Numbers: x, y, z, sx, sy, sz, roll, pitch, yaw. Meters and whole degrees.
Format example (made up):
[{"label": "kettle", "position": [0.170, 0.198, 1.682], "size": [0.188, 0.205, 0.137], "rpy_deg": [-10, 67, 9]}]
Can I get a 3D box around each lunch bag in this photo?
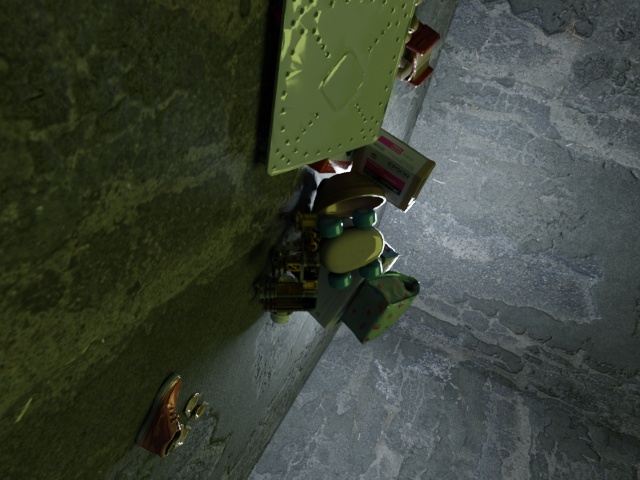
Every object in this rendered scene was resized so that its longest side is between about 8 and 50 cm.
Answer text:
[{"label": "lunch bag", "position": [0.238, 0.237, 1.673], "size": [0.262, 0.160, 0.223], "rpy_deg": [-10, 138, -47]}]

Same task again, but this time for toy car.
[{"label": "toy car", "position": [0.067, -0.004, 1.446], "size": [0.238, 0.210, 0.219], "rpy_deg": [-134, -150, -61]}]

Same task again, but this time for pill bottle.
[{"label": "pill bottle", "position": [-0.131, 0.209, 1.557], "size": [0.094, 0.094, 0.169], "rpy_deg": [-51, 160, -49]}]

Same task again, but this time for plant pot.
[{"label": "plant pot", "position": [0.082, -0.150, 1.443], "size": [0.237, 0.237, 0.110], "rpy_deg": [47, 28, -76]}]

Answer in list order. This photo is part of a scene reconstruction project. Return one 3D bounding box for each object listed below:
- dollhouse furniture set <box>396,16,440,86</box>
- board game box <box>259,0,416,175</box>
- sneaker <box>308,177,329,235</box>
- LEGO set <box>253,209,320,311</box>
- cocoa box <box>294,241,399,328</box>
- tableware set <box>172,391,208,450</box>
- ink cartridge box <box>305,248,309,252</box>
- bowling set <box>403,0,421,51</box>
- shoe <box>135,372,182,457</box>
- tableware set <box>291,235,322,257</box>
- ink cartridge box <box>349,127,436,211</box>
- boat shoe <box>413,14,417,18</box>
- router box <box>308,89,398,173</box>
[{"label": "dollhouse furniture set", "position": [0.264, -0.623, 1.670], "size": [0.374, 0.152, 0.201], "rpy_deg": [-46, 163, -11]}, {"label": "board game box", "position": [0.036, -0.368, 1.019], "size": [0.390, 0.050, 0.390], "rpy_deg": [-25, 143, -37]}, {"label": "sneaker", "position": [0.000, -0.102, 1.557], "size": [0.130, 0.087, 0.228], "rpy_deg": [-61, 173, -50]}, {"label": "LEGO set", "position": [-0.107, 0.071, 1.357], "size": [0.331, 0.192, 0.255], "rpy_deg": [98, -10, -58]}, {"label": "cocoa box", "position": [0.086, 0.123, 1.724], "size": [0.228, 0.231, 0.347], "rpy_deg": [-8, 136, -56]}, {"label": "tableware set", "position": [-0.375, 0.513, 1.271], "size": [0.169, 0.020, 0.141], "rpy_deg": [-61, 166, -23]}, {"label": "ink cartridge box", "position": [0.000, 0.000, 1.791], "size": [0.209, 0.062, 0.109], "rpy_deg": [-57, 165, -34]}, {"label": "bowling set", "position": [0.217, -0.619, 1.371], "size": [0.287, 0.154, 0.200], "rpy_deg": [-63, 166, -15]}, {"label": "shoe", "position": [-0.351, 0.407, 1.043], "size": [0.178, 0.081, 0.063], "rpy_deg": [-64, 167, -9]}, {"label": "tableware set", "position": [-0.050, 0.038, 1.597], "size": [0.104, 0.024, 0.154], "rpy_deg": [-18, -154, 43]}, {"label": "ink cartridge box", "position": [0.220, -0.226, 1.420], "size": [0.088, 0.234, 0.193], "rpy_deg": [-47, 166, -24]}, {"label": "boat shoe", "position": [0.390, -0.812, 1.856], "size": [0.116, 0.099, 0.319], "rpy_deg": [-65, 167, -7]}, {"label": "router box", "position": [0.094, -0.352, 1.361], "size": [0.301, 0.082, 0.335], "rpy_deg": [-59, 168, 18]}]
